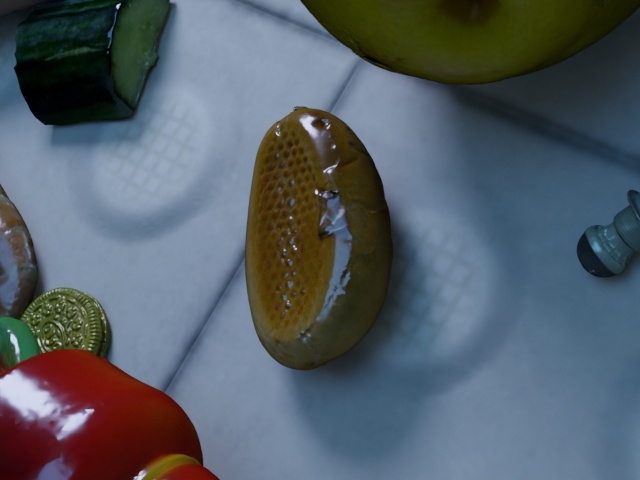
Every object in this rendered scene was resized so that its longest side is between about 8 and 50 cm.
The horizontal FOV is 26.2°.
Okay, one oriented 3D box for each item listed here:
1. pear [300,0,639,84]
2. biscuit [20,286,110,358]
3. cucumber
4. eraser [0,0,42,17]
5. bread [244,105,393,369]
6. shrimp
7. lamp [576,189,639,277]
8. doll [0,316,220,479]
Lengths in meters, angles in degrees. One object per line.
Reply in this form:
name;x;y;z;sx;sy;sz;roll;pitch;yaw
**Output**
pear;0.094;-0.260;0.892;0.285;0.285;0.336;-28;58;17
biscuit;-0.202;0.078;1.066;0.084;0.023;0.084;-10;67;26
cucumber;-0.192;-0.161;1.139;0.115;0.062;0.116;-3;67;32
eraser;-0.342;-0.249;1.237;0.290;0.087;0.171;-15;54;24
bread;0.000;0.000;0.955;0.114;0.077;0.189;-22;60;43
shrimp;-0.316;-0.010;1.151;0.143;0.052;0.251;-35;58;16
lamp;0.224;-0.030;0.843;0.163;0.091;0.091;-39;55;27
doll;-0.173;0.168;0.928;0.363;0.160;0.183;20;74;32
